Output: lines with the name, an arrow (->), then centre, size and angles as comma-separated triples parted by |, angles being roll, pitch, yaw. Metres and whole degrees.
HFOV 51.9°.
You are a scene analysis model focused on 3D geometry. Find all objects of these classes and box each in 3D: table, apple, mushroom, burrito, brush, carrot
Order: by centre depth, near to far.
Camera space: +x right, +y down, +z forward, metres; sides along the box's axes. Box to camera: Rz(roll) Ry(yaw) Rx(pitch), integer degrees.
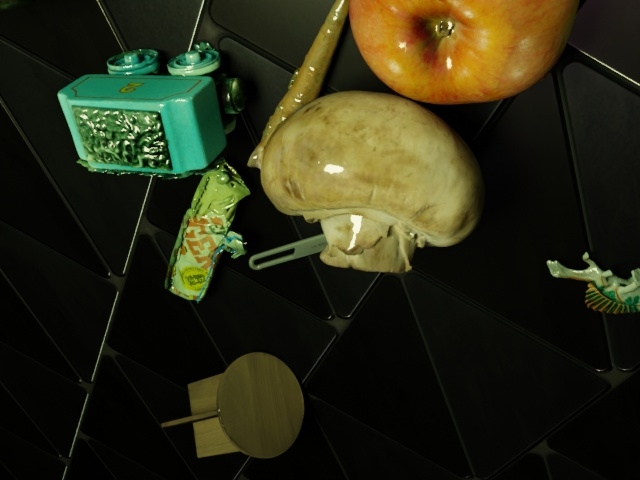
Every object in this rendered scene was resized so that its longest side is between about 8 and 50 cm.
apple -> 0.129, -0.217, 0.597 | 0.209, 0.164, 0.209 | 13, 132, 15
mushroom -> 0.047, -0.063, 0.709 | 0.254, 0.255, 0.184 | 8, 98, 17
carrot -> -0.015, -0.183, 0.763 | 0.049, 0.049, 0.254 | 30, 129, -1
brush -> 0.000, 0.000, 0.914 | 0.266, 0.027, 0.062 | -17, 117, 36
burrito -> -0.156, 0.003, 0.955 | 0.104, 0.054, 0.288 | 28, 131, 0
table -> -0.163, 0.296, 1.132 | 0.167, 0.167, 0.226 | 48, 137, -16

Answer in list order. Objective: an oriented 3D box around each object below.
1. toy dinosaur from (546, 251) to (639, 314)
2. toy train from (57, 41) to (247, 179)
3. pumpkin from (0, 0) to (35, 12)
toy dinosaur -> 0.371, 0.066, 0.801 | 0.187, 0.044, 0.106 | 28, 146, -16
toy train -> -0.197, -0.153, 0.782 | 0.203, 0.163, 0.112 | 4, 125, 20
pumpkin -> -0.367, -0.381, 0.655 | 0.300, 0.207, 0.300 | 8, 140, 6
